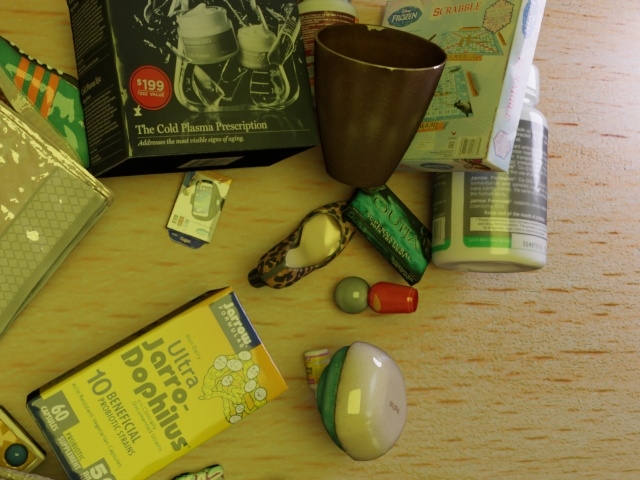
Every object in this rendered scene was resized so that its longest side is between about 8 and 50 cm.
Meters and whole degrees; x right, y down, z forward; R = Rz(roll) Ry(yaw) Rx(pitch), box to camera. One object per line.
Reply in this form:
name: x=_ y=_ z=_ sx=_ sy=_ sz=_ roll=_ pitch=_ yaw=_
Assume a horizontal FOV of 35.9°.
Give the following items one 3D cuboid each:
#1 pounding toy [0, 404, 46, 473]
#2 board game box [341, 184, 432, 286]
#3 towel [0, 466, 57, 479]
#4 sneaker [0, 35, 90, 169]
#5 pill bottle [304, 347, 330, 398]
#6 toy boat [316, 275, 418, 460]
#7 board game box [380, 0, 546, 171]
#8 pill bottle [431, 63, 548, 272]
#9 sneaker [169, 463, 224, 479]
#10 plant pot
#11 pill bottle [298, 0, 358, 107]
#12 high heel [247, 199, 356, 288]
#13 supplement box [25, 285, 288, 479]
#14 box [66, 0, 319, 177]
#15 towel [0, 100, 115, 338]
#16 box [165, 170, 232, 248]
pounding toy: x=-0.527 y=0.333 z=1.547 sx=0.130 sy=0.100 sz=0.141 roll=-43 pitch=96 yaw=-15
board game box: x=0.128 y=-0.023 z=1.764 sx=0.186 sy=0.026 sz=0.126 roll=46 pitch=41 yaw=-12
towel: x=-0.469 y=0.400 z=1.463 sx=0.282 sy=0.187 sz=0.049 roll=11 pitch=43 yaw=10
sneaker: x=-0.464 y=-0.246 z=1.623 sx=0.121 sy=0.108 sz=0.302 roll=-41 pitch=98 yaw=-25
pill bottle: x=-0.002 y=0.233 z=1.735 sx=0.043 sy=0.043 sz=0.083 roll=-9 pitch=87 yaw=-16
toy boat: x=0.071 y=0.214 z=1.690 sx=0.148 sy=0.267 sz=0.318 roll=4 pitch=65 yaw=20
board game box: x=0.212 y=-0.276 z=1.706 sx=0.066 sy=0.318 sz=0.318 roll=22 pitch=79 yaw=-42
pill bottle: x=0.304 y=-0.130 z=1.769 sx=0.204 sy=0.204 sz=0.361 roll=5 pitch=82 yaw=-15
sneaker: x=-0.205 y=0.423 z=1.663 sx=0.098 sy=0.038 sz=0.069 roll=-12 pitch=88 yaw=-16
plant pot: x=0.079 y=-0.212 z=1.625 sx=0.215 sy=0.215 sz=0.231 roll=1 pitch=120 yaw=-16
pill bottle: x=0.008 y=-0.354 z=1.750 sx=0.121 sy=0.121 sz=0.221 roll=2 pitch=85 yaw=-16
high heel: x=0.000 y=0.000 z=1.681 sx=0.261 sy=0.186 sz=0.093 roll=-36 pitch=94 yaw=-16
supplement box: x=-0.264 y=0.244 z=1.581 sx=0.356 sy=0.195 sz=0.194 roll=-30 pitch=94 yaw=-16
box: x=-0.208 y=-0.279 z=1.610 sx=0.343 sy=0.179 sz=0.313 roll=-8 pitch=86 yaw=-33
towel: x=-0.543 y=-0.043 z=1.546 sx=0.317 sy=0.053 sz=0.332 roll=39 pitch=97 yaw=-9
box: x=-0.213 y=-0.057 z=1.710 sx=0.081 sy=0.028 sz=0.136 roll=20 pitch=78 yaw=-13
